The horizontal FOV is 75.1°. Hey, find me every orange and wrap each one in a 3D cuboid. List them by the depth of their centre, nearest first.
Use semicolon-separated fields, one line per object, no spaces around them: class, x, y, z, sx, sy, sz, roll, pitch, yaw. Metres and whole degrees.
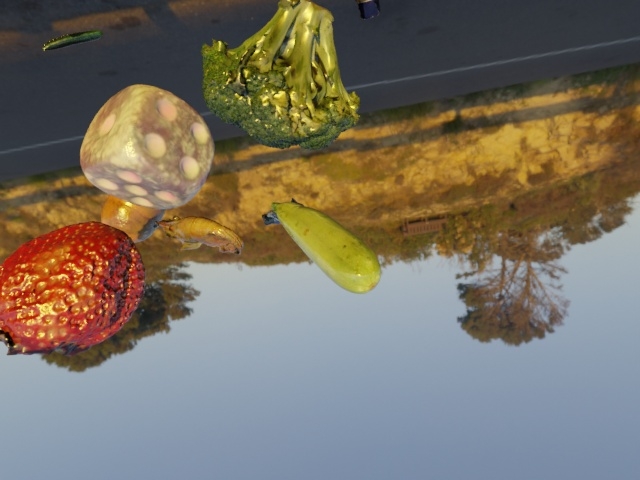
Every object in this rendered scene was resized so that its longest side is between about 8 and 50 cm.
orange;-0.632;-0.100;1.429;0.171;0.240;0.240;31;-173;-2

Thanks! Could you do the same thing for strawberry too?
strawberry;-0.509;0.088;0.853;0.239;0.288;0.250;33;-178;5

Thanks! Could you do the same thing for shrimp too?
shrimp;-0.273;-0.001;0.895;0.262;0.117;0.066;4;-131;43

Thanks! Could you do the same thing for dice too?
dice;-0.500;-0.264;1.220;0.271;0.269;0.271;-7;154;34

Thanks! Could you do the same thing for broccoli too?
broccoli;-0.075;-0.322;0.815;0.322;0.283;0.304;-2;-143;-42

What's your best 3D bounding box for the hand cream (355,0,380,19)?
hand cream;0.062;-0.431;0.636;0.062;0.163;0.038;-9;-143;13

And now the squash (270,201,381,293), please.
squash;0.006;-0.004;1.016;0.119;0.118;0.371;-15;-137;-38

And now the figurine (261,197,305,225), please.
figurine;-0.119;-0.085;1.382;0.149;0.087;0.086;-18;176;18

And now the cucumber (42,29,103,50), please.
cucumber;-0.775;-0.630;1.303;0.184;0.033;0.036;-28;152;-25
